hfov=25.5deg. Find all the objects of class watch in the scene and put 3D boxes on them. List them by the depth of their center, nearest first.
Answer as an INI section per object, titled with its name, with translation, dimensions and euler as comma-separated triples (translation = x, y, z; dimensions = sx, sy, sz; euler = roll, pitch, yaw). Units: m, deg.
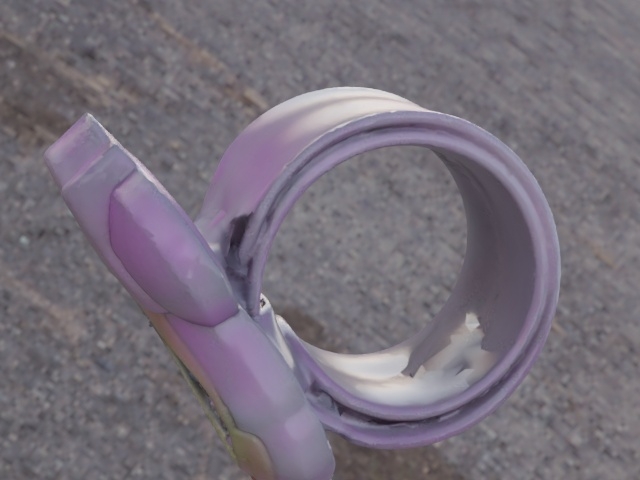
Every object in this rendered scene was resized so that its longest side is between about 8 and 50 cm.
[watch]
translation = 0.000, 0.000, 0.792
dimensions = 0.248, 0.218, 0.211
euler = 60, -9, -20
